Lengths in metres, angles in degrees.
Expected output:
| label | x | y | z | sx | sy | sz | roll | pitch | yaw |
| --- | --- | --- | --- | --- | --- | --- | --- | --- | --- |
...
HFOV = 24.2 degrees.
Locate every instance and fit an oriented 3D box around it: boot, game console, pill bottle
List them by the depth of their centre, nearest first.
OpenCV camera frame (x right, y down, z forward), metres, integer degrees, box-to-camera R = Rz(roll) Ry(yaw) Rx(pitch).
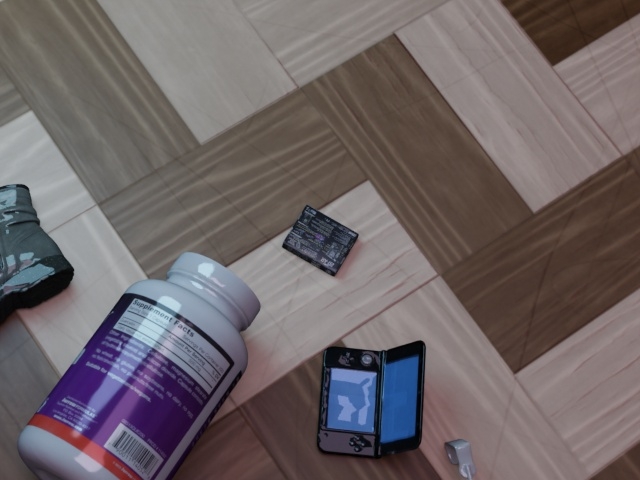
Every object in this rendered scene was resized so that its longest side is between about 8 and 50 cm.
| label | x | y | z | sx | sy | sz | roll | pitch | yaw |
| --- | --- | --- | --- | --- | --- | --- | --- | --- | --- |
| pill bottle | -0.212 | 0.176 | 1.829 | 0.181 | 0.181 | 0.323 | 32 | 68 | 5 |
| game console | 0.064 | 0.199 | 1.907 | 0.124 | 0.085 | 0.144 | 7 | 68 | -5 |
| boot | -0.453 | 0.036 | 1.916 | 0.246 | 0.083 | 0.161 | -29 | 68 | -22 |

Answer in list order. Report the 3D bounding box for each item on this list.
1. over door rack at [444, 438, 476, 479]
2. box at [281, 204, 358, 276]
| label | x | y | z | sx | sy | sz | roll | pitch | yaw |
| --- | --- | --- | --- | --- | --- | --- | --- | --- | --- |
| over door rack | 0.114 | 0.414 | 1.820 | 0.239 | 0.108 | 0.324 | -12 | 71 | -13 |
| box | 0.000 | 0.000 | 2.011 | 0.083 | 0.018 | 0.067 | 29 | 68 | 4 |
